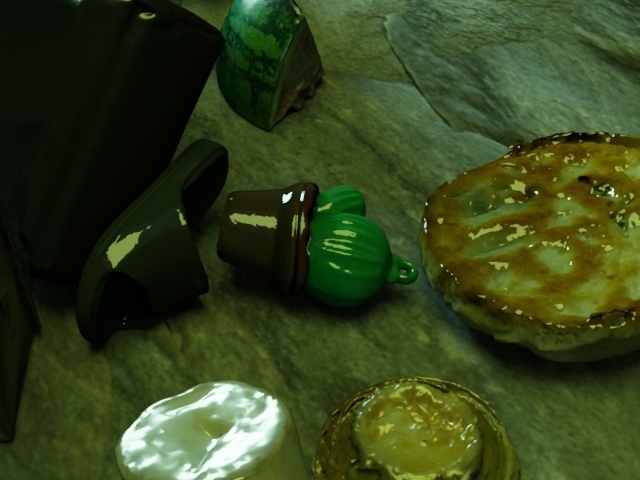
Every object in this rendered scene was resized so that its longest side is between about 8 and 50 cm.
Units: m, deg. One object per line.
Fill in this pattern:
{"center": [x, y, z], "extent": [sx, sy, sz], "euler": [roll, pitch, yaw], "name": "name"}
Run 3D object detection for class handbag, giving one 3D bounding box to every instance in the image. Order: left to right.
{"center": [-0.264, -0.137, 1.139], "extent": [0.275, 0.301, 0.178], "euler": [31, 13, 34], "name": "handbag"}

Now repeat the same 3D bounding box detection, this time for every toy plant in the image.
{"center": [0.000, 0.000, 1.105], "extent": [0.200, 0.105, 0.143], "euler": [12, 44, -4], "name": "toy plant"}

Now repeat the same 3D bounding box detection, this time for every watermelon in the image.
{"center": [-0.071, -0.260, 1.329], "extent": [0.128, 0.146, 0.231], "euler": [-16, 49, -13], "name": "watermelon"}

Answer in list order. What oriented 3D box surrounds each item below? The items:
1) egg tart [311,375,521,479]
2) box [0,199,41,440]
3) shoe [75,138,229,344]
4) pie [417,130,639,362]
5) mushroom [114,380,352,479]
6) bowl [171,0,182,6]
{"center": [0.081, 0.182, 0.943], "extent": [0.191, 0.074, 0.191], "euler": [-2, 43, 2], "name": "egg tart"}
{"center": [-0.349, 0.053, 0.971], "extent": [0.155, 0.231, 0.149], "euler": [-1, 45, 0], "name": "box"}
{"center": [-0.141, 0.006, 1.084], "extent": [0.093, 0.108, 0.241], "euler": [26, 60, 15], "name": "shoe"}
{"center": [0.247, 0.001, 1.107], "extent": [0.315, 0.092, 0.315], "euler": [-4, 42, 3], "name": "pie"}
{"center": [-0.040, 0.276, 0.737], "extent": [0.315, 0.315, 0.356], "euler": [-34, 88, -28], "name": "mushroom"}
{"center": [-0.276, -0.243, 1.309], "extent": [0.238, 0.126, 0.237], "euler": [0, 25, 0], "name": "bowl"}
